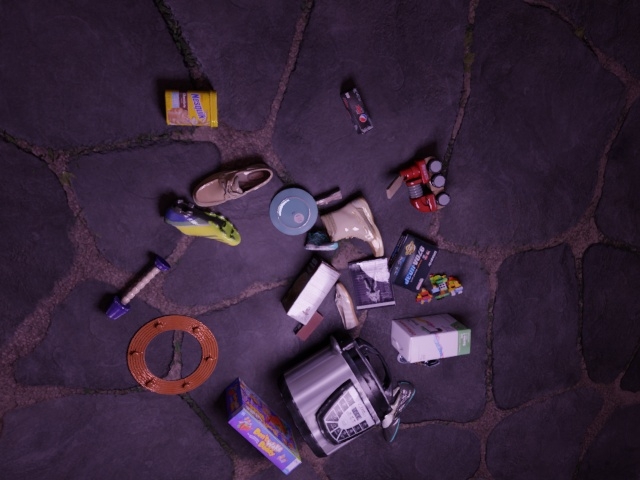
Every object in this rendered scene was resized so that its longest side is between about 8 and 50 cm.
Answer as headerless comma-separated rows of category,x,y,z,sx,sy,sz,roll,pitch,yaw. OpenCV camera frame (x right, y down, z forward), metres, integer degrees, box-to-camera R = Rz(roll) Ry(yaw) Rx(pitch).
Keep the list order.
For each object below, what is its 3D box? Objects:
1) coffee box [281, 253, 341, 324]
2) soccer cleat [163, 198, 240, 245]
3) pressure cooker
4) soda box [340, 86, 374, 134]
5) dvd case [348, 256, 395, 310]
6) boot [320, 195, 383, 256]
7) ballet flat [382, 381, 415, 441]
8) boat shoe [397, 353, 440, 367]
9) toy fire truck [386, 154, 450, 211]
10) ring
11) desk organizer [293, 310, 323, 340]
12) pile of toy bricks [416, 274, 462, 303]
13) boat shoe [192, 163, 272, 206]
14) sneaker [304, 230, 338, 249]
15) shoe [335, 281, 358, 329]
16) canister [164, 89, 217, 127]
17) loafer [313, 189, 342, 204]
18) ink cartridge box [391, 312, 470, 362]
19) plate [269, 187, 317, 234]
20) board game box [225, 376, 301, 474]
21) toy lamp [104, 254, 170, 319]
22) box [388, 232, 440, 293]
coffee box,-0.040,0.190,1.739,0.098,0.141,0.246,34,91,-19
soccer cleat,-0.435,-0.050,1.621,0.289,0.093,0.121,27,124,-23
pressure cooker,0.081,0.591,1.746,0.420,0.375,0.370,-29,151,-8
soda box,0.140,-0.494,1.678,0.053,0.060,0.169,-30,107,-8
dvd case,0.217,0.185,1.844,0.165,0.018,0.221,-10,105,8
boot,0.128,-0.022,1.760,0.203,0.095,0.262,-26,106,-9
ballet flat,0.329,0.770,2.000,0.096,0.095,0.280,27,84,-9
boat shoe,0.444,0.533,1.975,0.183,0.083,0.065,-1,102,-15
toy fire truck,0.380,-0.206,1.772,0.246,0.158,0.217,-18,107,1
ring,-0.572,0.453,1.710,0.337,0.032,0.336,-3,103,-14
desk organizer,-0.049,0.348,1.821,0.050,0.047,0.130,40,90,-22
pile of toy bricks,0.514,0.197,1.923,0.212,0.118,0.105,-16,67,-1
boat shoe,-0.319,-0.203,1.597,0.302,0.098,0.109,-20,107,-10
sneaker,0.000,0.000,1.705,0.065,0.166,0.076,3,88,-46
shoe,0.100,0.275,1.829,0.058,0.076,0.219,-25,109,-14
canister,-0.446,-0.458,1.521,0.170,0.073,0.126,-2,102,-13
loafer,0.029,-0.161,1.732,0.125,0.045,0.039,-25,114,-11
ink cartridge box,0.470,0.415,1.893,0.278,0.201,0.117,-4,102,-14
plate,-0.104,-0.109,1.698,0.188,0.024,0.188,-1,106,-4
board game box,-0.234,0.739,1.758,0.078,0.233,0.347,-40,109,-3
toy lamp,-0.670,0.175,1.597,0.080,0.080,0.274,43,89,-19
box,0.386,0.098,1.880,0.175,0.051,0.220,23,96,-18
